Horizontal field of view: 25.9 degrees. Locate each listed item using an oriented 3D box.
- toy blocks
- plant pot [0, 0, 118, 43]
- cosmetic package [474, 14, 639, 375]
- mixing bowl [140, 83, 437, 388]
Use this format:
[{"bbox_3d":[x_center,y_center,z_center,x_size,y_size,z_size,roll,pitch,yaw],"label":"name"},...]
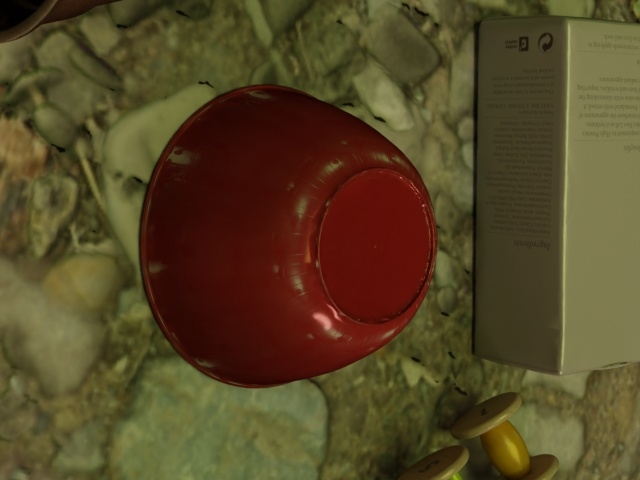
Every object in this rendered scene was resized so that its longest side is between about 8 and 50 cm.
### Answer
[{"bbox_3d":[0.124,0.190,0.903,0.123,0.054,0.148,-36,98,-44],"label":"toy blocks"},{"bbox_3d":[-0.098,-0.182,0.659,0.165,0.167,0.167,-14,103,-46],"label":"plant pot"},{"bbox_3d":[0.170,-0.032,0.942,0.117,0.085,0.231,-3,97,-40],"label":"cosmetic package"},{"bbox_3d":[0.000,0.000,0.788,0.181,0.098,0.181,-3,94,-40],"label":"mixing bowl"}]
